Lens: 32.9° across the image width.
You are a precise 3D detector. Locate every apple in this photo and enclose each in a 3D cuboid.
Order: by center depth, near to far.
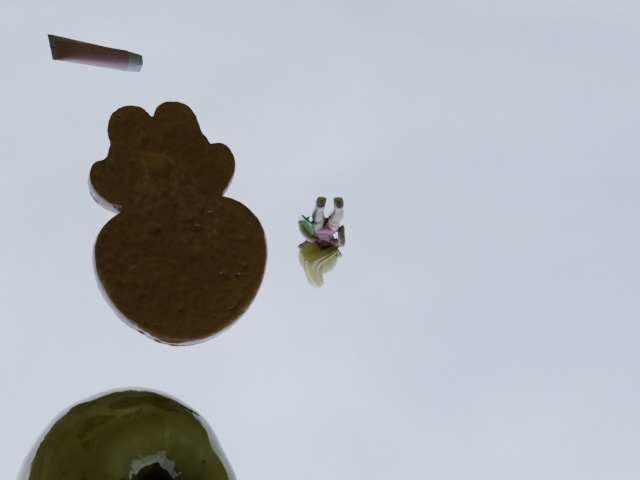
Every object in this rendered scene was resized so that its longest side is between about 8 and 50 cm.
[{"bbox_3d":[-0.214,0.295,1.179,0.262,0.262,0.262,-1,-147,0],"label":"apple"}]

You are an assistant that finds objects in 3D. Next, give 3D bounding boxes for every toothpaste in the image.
[{"bbox_3d":[-0.452,-0.371,2.175,0.194,0.043,0.067,6,-125,-37],"label":"toothpaste"}]

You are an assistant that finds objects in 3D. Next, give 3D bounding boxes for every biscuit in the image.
[{"bbox_3d":[-0.171,-0.021,1.242,0.202,0.044,0.289,-14,-105,-18],"label":"biscuit"}]

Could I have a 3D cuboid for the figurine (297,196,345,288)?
[{"bbox_3d":[0.000,0.000,1.624,0.083,0.187,0.083,5,-124,-8],"label":"figurine"}]
